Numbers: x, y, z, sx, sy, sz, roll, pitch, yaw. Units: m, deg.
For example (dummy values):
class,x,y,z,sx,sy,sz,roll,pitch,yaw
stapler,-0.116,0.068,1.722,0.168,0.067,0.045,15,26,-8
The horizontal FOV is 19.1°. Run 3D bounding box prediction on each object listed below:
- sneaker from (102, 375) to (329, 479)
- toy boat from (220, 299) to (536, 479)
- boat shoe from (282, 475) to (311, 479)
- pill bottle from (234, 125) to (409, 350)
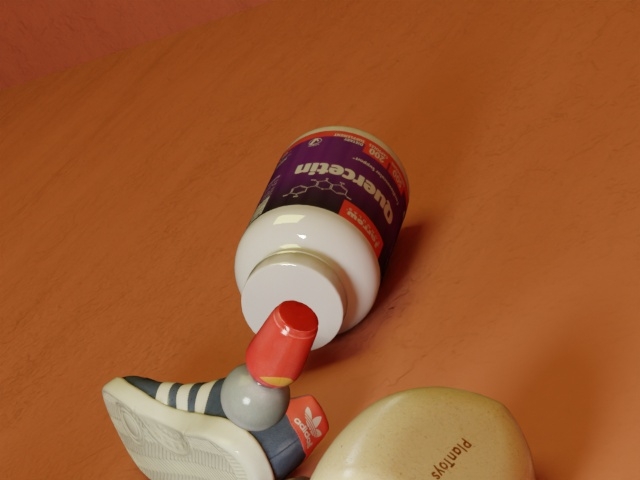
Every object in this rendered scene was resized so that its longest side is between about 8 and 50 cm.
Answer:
class,x,y,z,sx,sy,sz,roll,pitch,yaw
sneaker,-0.117,0.204,2.160,0.148,0.131,0.350,-33,25,-27
toy boat,0.046,0.198,1.763,0.267,0.318,0.148,-30,-25,-48
boat shoe,-0.115,0.343,1.832,0.324,0.123,0.116,-41,21,-31
pill bottle,0.000,0.000,2.366,0.181,0.181,0.323,-21,23,23
